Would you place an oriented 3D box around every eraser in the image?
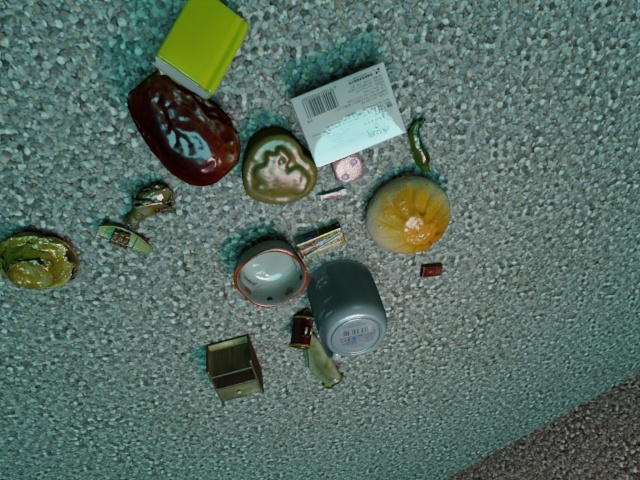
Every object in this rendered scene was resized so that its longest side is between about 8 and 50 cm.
[{"bbox_3d":[-0.293,-0.482,1.158,0.158,0.069,0.226,31,80,-30],"label":"eraser"},{"bbox_3d":[0.037,-0.152,1.558,0.099,0.019,0.027,-15,126,-3],"label":"eraser"}]

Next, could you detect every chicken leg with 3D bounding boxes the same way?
[{"bbox_3d":[-0.532,-0.100,1.433,0.196,0.080,0.125,-27,138,7],"label":"chicken leg"}]

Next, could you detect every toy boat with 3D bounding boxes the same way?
[{"bbox_3d":[-0.617,-0.004,1.485,0.172,0.066,0.065,26,112,-28],"label":"toy boat"}]

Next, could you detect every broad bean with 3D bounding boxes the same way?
[{"bbox_3d":[0.316,-0.296,1.506,0.061,0.046,0.195,-14,125,0],"label":"broad bean"}]

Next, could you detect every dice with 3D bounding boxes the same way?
[{"bbox_3d":[0.080,-0.239,1.462,0.091,0.093,0.094,-22,128,3],"label":"dice"}]

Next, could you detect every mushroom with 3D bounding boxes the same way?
[{"bbox_3d":[-0.010,0.498,1.964,0.107,0.087,0.333,-30,122,3],"label":"mushroom"}]

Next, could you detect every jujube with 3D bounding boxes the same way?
[{"bbox_3d":[-0.360,-0.296,1.264,0.223,0.223,0.318,-34,117,12],"label":"jujube"}]

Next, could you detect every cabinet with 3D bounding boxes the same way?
[{"bbox_3d":[-0.335,0.515,1.861,0.175,0.148,0.215,-14,127,-3],"label":"cabinet"}]

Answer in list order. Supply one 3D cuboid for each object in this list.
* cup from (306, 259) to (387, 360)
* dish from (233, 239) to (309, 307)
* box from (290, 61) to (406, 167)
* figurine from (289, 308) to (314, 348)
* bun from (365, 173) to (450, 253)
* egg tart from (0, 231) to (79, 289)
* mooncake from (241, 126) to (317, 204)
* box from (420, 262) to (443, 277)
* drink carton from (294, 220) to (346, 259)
[{"bbox_3d":[0.082,0.292,1.722,0.259,0.274,0.356,10,121,-18],"label":"cup"},{"bbox_3d":[-0.173,0.100,1.626,0.256,0.117,0.256,-7,126,-9],"label":"dish"},{"bbox_3d":[0.078,-0.353,1.335,0.274,0.116,0.203,-22,104,3],"label":"box"},{"bbox_3d":[-0.060,0.338,1.809,0.082,0.154,0.098,14,162,-16],"label":"figurine"},{"bbox_3d":[0.305,-0.071,1.588,0.299,0.164,0.298,-7,124,-10],"label":"bun"},{"bbox_3d":[-0.884,0.079,1.462,0.241,0.106,0.241,-8,130,-9],"label":"egg tart"},{"bbox_3d":[-0.134,-0.211,1.422,0.235,0.117,0.234,-8,126,-11],"label":"mooncake"},{"bbox_3d":[0.432,0.116,1.832,0.082,0.023,0.051,-6,124,-9],"label":"box"},{"bbox_3d":[0.000,0.000,1.634,0.166,0.056,0.071,-22,129,2],"label":"drink carton"}]
